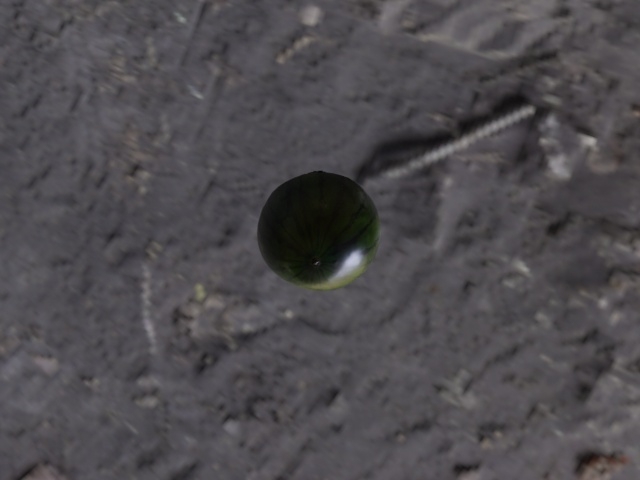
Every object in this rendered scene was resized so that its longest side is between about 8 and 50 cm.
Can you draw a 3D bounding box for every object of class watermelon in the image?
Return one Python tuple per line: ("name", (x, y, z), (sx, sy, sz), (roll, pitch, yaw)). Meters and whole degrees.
("watermelon", (0.000, 0.000, 1.506), (0.105, 0.062, 0.105), (-2, 116, -4))
